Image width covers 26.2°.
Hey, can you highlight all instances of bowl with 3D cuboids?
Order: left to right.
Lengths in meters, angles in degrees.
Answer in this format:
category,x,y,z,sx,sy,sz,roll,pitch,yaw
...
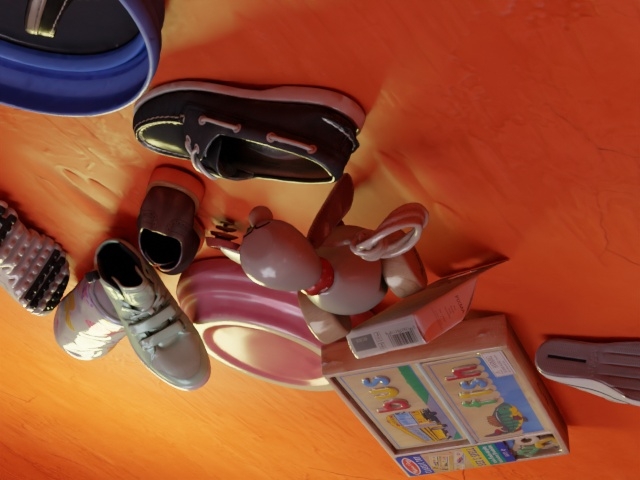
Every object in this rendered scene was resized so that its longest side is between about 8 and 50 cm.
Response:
category,x,y,z,sx,sy,sz,roll,pitch,yaw
bowl,-0.343,-0.266,1.406,0.391,0.077,0.391,15,155,7

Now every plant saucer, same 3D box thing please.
category,x,y,z,sx,sy,sz,roll,pitch,yaw
plant saucer,-0.066,0.139,2.066,0.332,0.084,0.332,15,155,7

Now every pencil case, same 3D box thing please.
category,x,y,z,sx,sy,sz,roll,pitch,yaw
pencil case,-0.336,0.109,2.158,0.124,0.113,0.273,6,161,-21

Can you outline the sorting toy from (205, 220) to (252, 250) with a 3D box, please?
category,x,y,z,sx,sy,sz,roll,pitch,yaw
sorting toy,-0.104,-0.001,1.856,0.102,0.042,0.061,15,174,-23

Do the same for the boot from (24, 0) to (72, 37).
category,x,y,z,sx,sy,sz,roll,pitch,yaw
boot,-0.144,-0.248,1.204,0.179,0.085,0.236,23,122,-19

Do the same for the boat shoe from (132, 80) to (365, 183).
category,x,y,z,sx,sy,sz,roll,pitch,yaw
boat shoe,-0.097,-0.114,1.536,0.303,0.091,0.114,0,150,35

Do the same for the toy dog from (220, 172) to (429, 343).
category,x,y,z,sx,sy,sz,roll,pitch,yaw
toy dog,0.000,0.000,1.589,0.220,0.161,0.333,-23,159,-4

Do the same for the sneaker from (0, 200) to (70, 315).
category,x,y,z,sx,sy,sz,roll,pitch,yaw
sneaker,-0.482,0.015,2.094,0.118,0.110,0.292,20,157,31

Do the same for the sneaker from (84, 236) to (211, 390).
category,x,y,z,sx,sy,sz,roll,pitch,yaw
sneaker,-0.247,0.108,1.951,0.256,0.094,0.151,55,175,2

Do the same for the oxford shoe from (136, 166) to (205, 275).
category,x,y,z,sx,sy,sz,roll,pitch,yaw
oxford shoe,-0.214,-0.001,1.851,0.097,0.098,0.271,16,156,3

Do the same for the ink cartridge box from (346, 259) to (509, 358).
category,x,y,z,sx,sy,sz,roll,pitch,yaw
ink cartridge box,0.139,0.086,1.711,0.145,0.179,0.045,-20,93,54

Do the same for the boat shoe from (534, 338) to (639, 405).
category,x,y,z,sx,sy,sz,roll,pitch,yaw
boat shoe,0.401,0.174,1.836,0.226,0.083,0.076,14,170,38

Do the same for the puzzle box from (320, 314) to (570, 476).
category,x,y,z,sx,sy,sz,roll,pitch,yaw
puzzle box,0.194,0.241,2.038,0.272,0.052,0.409,-11,147,18
